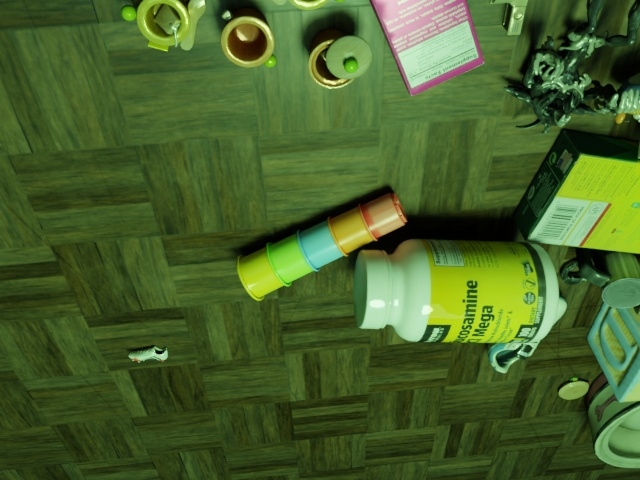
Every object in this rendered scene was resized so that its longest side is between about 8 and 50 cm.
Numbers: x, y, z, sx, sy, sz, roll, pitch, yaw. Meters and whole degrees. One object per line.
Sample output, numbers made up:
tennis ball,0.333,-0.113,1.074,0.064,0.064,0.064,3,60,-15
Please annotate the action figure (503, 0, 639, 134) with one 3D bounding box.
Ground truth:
action figure,0.375,-0.251,0.854,0.164,0.140,0.275,15,130,-4

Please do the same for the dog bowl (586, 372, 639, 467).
dog bowl,0.894,0.433,1.555,0.409,0.150,0.407,-3,133,-3

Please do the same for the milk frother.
milk frother,0.562,0.077,1.185,0.129,0.134,0.143,5,132,7

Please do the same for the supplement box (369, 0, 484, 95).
supplement box,0.121,-0.321,0.775,0.114,0.111,0.220,-22,133,12

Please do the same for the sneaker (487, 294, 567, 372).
sneaker,0.471,0.213,1.339,0.085,0.086,0.237,20,126,-22

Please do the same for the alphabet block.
alphabet block,0.746,0.225,1.315,0.197,0.192,0.193,-3,135,-3

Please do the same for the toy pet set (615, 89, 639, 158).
toy pet set,0.545,-0.184,0.950,0.122,0.065,0.114,4,93,-12

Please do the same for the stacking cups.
stacking cups,0.000,0.000,1.083,0.316,0.096,0.096,-28,130,13

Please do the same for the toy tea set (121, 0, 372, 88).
toy tea set,-0.080,-0.295,0.763,0.336,0.124,0.200,10,131,-16

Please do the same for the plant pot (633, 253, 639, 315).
plant pot,0.735,0.086,1.192,0.188,0.205,0.205,-4,135,18

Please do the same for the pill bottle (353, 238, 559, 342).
pill bottle,0.236,0.092,1.081,0.334,0.187,0.187,1,133,-6

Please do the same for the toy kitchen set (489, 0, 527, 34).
toy kitchen set,0.244,-0.319,0.822,0.084,0.068,0.075,-4,133,-3

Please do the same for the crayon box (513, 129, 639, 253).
crayon box,0.545,-0.076,1.079,0.319,0.081,0.202,7,132,-13

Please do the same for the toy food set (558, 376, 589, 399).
toy food set,0.675,0.396,1.579,0.083,0.020,0.082,29,123,-29

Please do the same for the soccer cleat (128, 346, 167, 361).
soccer cleat,-0.377,0.247,1.301,0.083,0.029,0.035,7,123,-18

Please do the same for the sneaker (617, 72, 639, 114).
sneaker,0.576,-0.285,0.880,0.297,0.111,0.130,-22,124,-2
